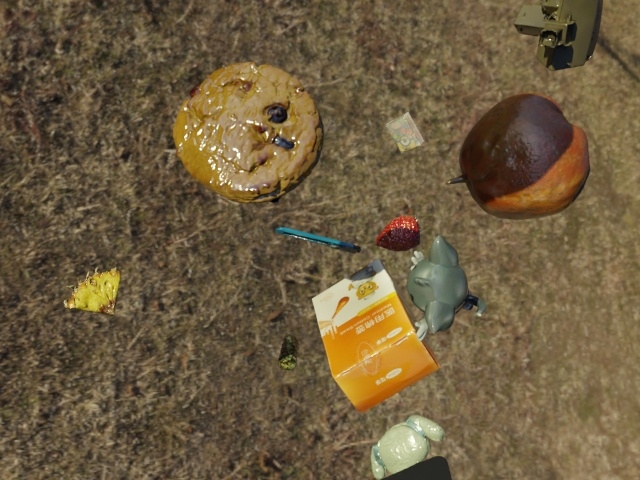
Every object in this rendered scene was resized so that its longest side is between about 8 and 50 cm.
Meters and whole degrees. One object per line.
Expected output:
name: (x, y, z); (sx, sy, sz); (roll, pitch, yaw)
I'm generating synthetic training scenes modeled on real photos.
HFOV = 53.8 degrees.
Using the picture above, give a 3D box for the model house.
model house: (0.626, -0.576, 1.700); (0.243, 0.204, 0.211); (-40, 138, -44)

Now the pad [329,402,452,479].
pad: (0.133, 0.469, 1.291); (0.249, 0.055, 0.323); (-19, 89, -9)

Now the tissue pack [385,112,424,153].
tissue pack: (0.204, -0.258, 1.523); (0.083, 0.063, 0.035); (57, 46, -11)

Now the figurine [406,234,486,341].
figurine: (0.258, 0.122, 1.298); (0.265, 0.140, 0.193); (27, 72, -40)

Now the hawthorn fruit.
hawthorn fruit: (0.416, -0.161, 1.371); (0.277, 0.298, 0.277); (-19, 90, -88)

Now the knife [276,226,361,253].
knife: (0.000, 0.002, 1.891); (0.296, 0.044, 0.026); (13, 69, -25)

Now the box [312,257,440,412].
box: (0.126, 0.227, 1.562); (0.143, 0.225, 0.341); (54, 9, -29)

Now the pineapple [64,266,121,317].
pineapple: (-0.500, 0.126, 1.413); (0.137, 0.069, 0.116); (-35, 100, -24)

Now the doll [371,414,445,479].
doll: (0.192, 0.477, 1.453); (0.103, 0.214, 0.071); (52, 22, 16)

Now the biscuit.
biscuit: (-0.135, -0.208, 1.184); (0.075, 0.295, 0.296); (81, 6, -73)

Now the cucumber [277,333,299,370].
cucumber: (-0.082, 0.283, 1.630); (0.181, 0.053, 0.053); (-88, 153, -74)

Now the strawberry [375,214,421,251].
strawberry: (0.262, -0.022, 2.115); (0.131, 0.148, 0.131); (4, 90, -85)
